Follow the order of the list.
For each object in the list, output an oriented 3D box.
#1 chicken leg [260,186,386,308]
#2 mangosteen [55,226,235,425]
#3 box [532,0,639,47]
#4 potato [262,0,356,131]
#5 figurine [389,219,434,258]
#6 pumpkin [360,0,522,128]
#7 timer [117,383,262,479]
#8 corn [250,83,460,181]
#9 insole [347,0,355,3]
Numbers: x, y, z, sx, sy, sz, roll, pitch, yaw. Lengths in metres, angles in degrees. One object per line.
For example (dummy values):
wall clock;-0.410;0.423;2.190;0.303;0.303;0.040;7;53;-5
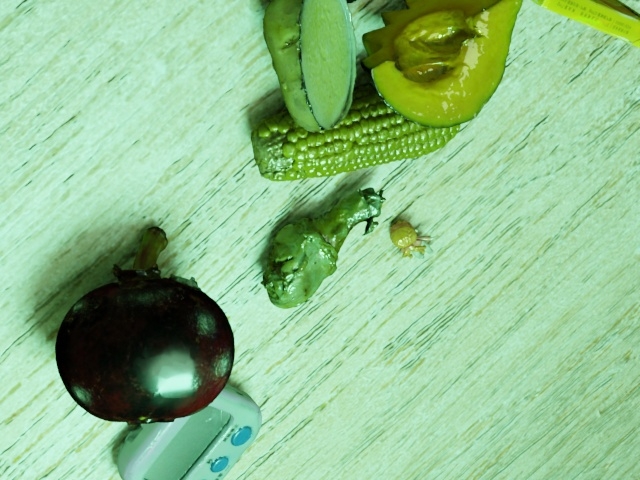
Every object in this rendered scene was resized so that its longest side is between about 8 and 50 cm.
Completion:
chicken leg;0.000;0.000;2.120;0.228;0.088;0.103;-46;123;4
mangosteen;-0.230;0.111;1.958;0.235;0.235;0.261;3;82;-40
box;0.351;-0.336;2.067;0.269;0.152;0.043;10;116;-43
potato;-0.023;-0.236;1.888;0.164;0.081;0.200;-51;136;-49
figurine;0.143;0.006;2.268;0.064;0.047;0.109;-27;148;17
pumpkin;0.160;-0.246;1.983;0.254;0.130;0.149;-32;122;-15
timer;-0.196;0.298;2.223;0.208;0.069;0.191;-50;138;9
corn;0.056;-0.154;2.016;0.322;0.119;0.119;-13;131;-21
insole;0.003;-0.427;1.827;0.119;0.009;0.348;-37;139;-10
